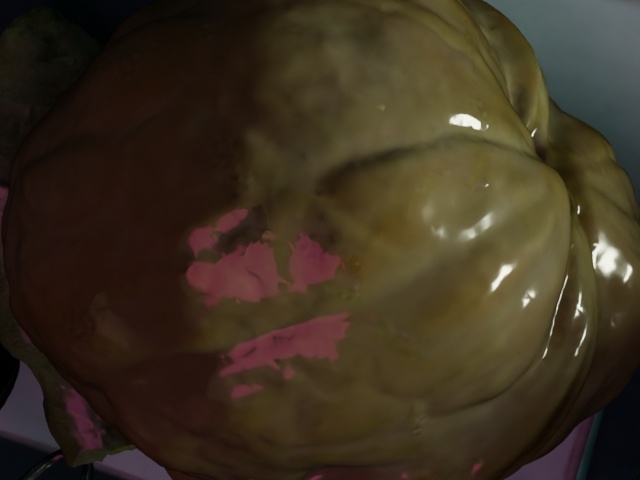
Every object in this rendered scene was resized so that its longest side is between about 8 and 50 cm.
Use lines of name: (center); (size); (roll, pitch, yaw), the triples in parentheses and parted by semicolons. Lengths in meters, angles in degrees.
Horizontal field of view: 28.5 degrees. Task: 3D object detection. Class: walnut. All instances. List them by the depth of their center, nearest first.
walnut: (0.000, 0.000, 0.602); (0.285, 0.285, 0.296); (-12, 158, 32)

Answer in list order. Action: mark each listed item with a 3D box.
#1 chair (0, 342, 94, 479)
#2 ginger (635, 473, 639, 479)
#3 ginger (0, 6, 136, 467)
chair: (-0.221, 0.286, 0.959); (0.226, 0.226, 0.401); (-11, 121, 32)
ginger: (0.312, 0.231, 0.763); (0.290, 0.084, 0.122); (28, 111, 8)
ginger: (-0.144, 0.007, 0.763); (0.089, 0.137, 0.290); (31, 147, 57)
